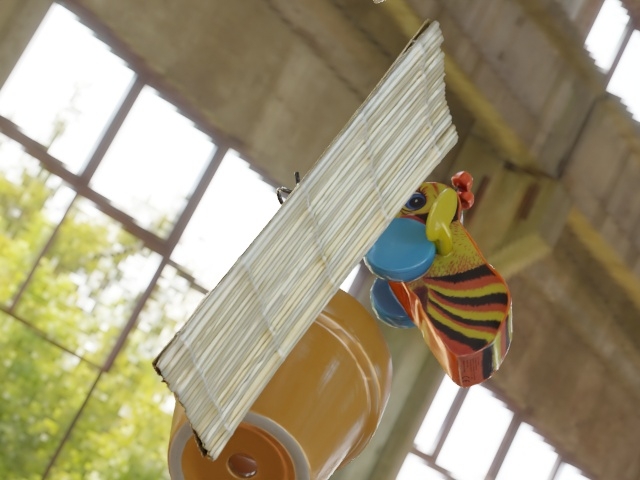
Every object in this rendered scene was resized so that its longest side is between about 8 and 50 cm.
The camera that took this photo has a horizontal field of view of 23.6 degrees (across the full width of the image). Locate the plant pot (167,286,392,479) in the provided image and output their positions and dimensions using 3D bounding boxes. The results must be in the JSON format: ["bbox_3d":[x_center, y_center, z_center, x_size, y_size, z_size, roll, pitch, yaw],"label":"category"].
[{"bbox_3d":[-0.051,0.157,1.383,0.205,0.188,0.205,5,-63,11],"label":"plant pot"}]

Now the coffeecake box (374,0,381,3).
[{"bbox_3d":[0.052,-0.296,1.201,0.068,0.142,0.185,-20,-77,25],"label":"coffeecake box"}]

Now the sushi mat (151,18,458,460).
[{"bbox_3d":[0.000,0.000,1.066,0.019,0.316,0.151,29,-20,26],"label":"sushi mat"}]

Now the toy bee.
[{"bbox_3d":[0.109,-0.002,1.515,0.298,0.162,0.195,53,-17,16],"label":"toy bee"}]
